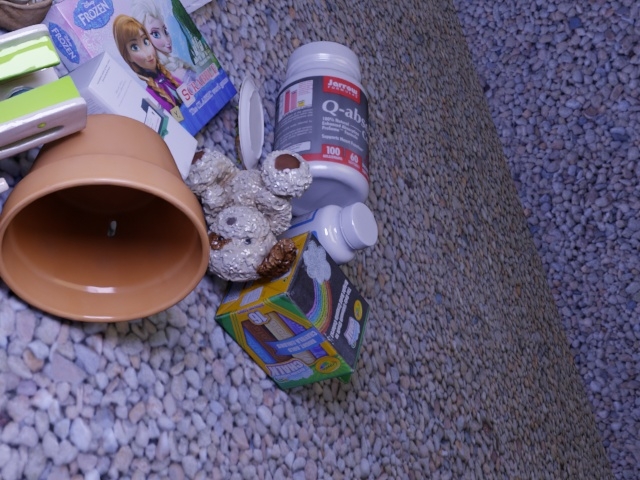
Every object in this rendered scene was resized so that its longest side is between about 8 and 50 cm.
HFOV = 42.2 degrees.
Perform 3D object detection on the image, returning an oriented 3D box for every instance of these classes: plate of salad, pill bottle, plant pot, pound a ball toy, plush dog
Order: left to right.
[{"bbox_3d":[-0.456,-0.115,1.057,0.319,0.136,0.208,-27,85,-23],"label":"pound a ball toy"},{"bbox_3d":[-0.315,-0.047,1.213,0.291,0.290,0.204,38,27,-40],"label":"plant pot"},{"bbox_3d":[-0.141,-0.027,1.518,0.211,0.262,0.225,71,27,-55],"label":"plush dog"},{"bbox_3d":[-0.153,-0.237,1.702,0.200,0.048,0.200,-1,90,-81],"label":"plate of salad"},{"bbox_3d":[0.000,0.000,1.680,0.124,0.221,0.124,31,50,-45],"label":"pill bottle"},{"bbox_3d":[0.002,-0.245,1.824,0.210,0.210,0.363,33,48,-44],"label":"pill bottle"}]

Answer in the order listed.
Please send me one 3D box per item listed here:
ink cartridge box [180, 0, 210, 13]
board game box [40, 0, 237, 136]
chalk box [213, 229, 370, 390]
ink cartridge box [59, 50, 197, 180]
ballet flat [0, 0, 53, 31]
[{"bbox_3d":[-0.254,-0.547,1.700,0.056,0.099,0.135,34,47,-44],"label":"ink cartridge box"},{"bbox_3d":[-0.319,-0.331,1.520,0.318,0.065,0.319,57,34,-20],"label":"board game box"},{"bbox_3d":[-0.030,0.159,1.597,0.289,0.179,0.180,53,36,-28],"label":"chalk box"},{"bbox_3d":[-0.331,-0.172,1.334,0.219,0.160,0.093,45,40,-35],"label":"ink cartridge box"},{"bbox_3d":[-0.529,-0.402,1.190,0.342,0.124,0.116,20,57,-50],"label":"ballet flat"}]
